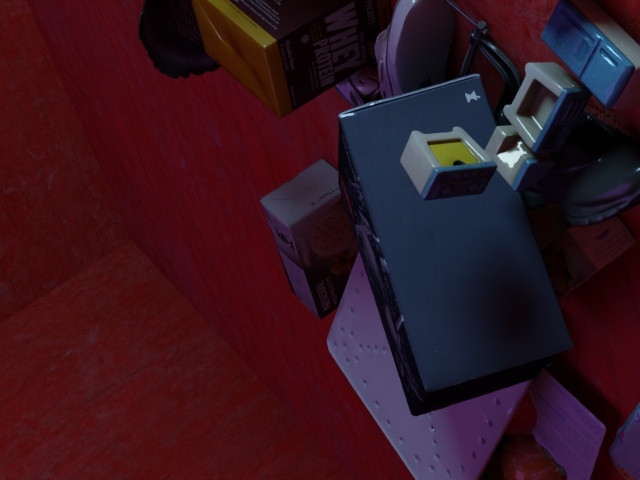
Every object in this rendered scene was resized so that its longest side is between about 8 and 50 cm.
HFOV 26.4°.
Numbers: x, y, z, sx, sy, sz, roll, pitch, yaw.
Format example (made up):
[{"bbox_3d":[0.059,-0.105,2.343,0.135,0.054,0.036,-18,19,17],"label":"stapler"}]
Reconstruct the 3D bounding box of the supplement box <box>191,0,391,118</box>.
[{"bbox_3d":[-0.038,-0.301,1.823,0.191,0.194,0.129,44,159,36],"label":"supplement box"}]

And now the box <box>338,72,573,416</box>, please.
[{"bbox_3d":[0.150,0.018,1.677,0.312,0.179,0.343,90,163,-77],"label":"box"}]

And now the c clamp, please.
[{"bbox_3d":[0.195,-0.209,1.655,0.137,0.022,0.160,45,159,20],"label":"c clamp"}]

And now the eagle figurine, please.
[{"bbox_3d":[-0.188,-0.377,1.998,0.225,0.226,0.298,52,171,-4],"label":"eagle figurine"}]

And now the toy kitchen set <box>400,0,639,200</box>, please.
[{"bbox_3d":[0.203,-0.125,1.367,0.122,0.166,0.207,54,137,35],"label":"toy kitchen set"}]

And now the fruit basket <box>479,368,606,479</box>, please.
[{"bbox_3d":[0.304,0.275,2.103,0.327,0.165,0.353,45,145,33],"label":"fruit basket"}]

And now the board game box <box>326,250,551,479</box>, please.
[{"bbox_3d":[0.167,0.167,2.073,0.390,0.050,0.390,54,142,33],"label":"board game box"}]

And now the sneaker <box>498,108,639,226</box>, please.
[{"bbox_3d":[0.275,-0.096,1.494,0.286,0.109,0.130,14,132,65],"label":"sneaker"}]

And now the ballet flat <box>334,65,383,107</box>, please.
[{"bbox_3d":[0.085,-0.197,1.932,0.213,0.072,0.068,55,136,2],"label":"ballet flat"}]

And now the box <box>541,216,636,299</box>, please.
[{"bbox_3d":[0.303,0.037,1.728,0.063,0.067,0.324,55,165,8],"label":"box"}]

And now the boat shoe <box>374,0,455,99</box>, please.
[{"bbox_3d":[0.112,-0.235,1.720,0.088,0.096,0.267,48,167,27],"label":"boat shoe"}]

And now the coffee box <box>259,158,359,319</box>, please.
[{"bbox_3d":[0.000,0.000,2.389,0.098,0.141,0.246,41,157,41],"label":"coffee box"}]

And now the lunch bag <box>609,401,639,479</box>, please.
[{"bbox_3d":[0.469,0.275,1.633,0.224,0.108,0.279,45,163,19],"label":"lunch bag"}]
